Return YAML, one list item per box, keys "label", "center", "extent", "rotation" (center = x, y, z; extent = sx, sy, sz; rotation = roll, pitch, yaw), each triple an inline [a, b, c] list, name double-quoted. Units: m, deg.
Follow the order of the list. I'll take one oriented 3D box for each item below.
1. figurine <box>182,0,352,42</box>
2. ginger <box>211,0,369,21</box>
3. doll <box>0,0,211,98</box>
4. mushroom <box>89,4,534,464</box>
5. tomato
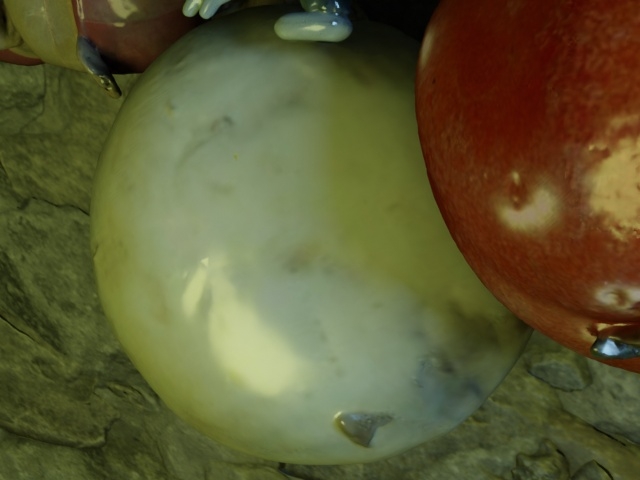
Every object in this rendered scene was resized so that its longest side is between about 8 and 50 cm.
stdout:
- label: "figurine"
  center: [-0.023, -0.212, 0.854]
  extent: [0.193, 0.265, 0.140]
  rotation: [-38, 123, 6]
- label: "ginger"
  center: [-0.026, -0.158, 1.068]
  extent: [0.137, 0.074, 0.213]
  rotation: [38, 135, -12]
- label: "doll"
  center: [-0.182, -0.208, 1.058]
  extent: [0.256, 0.152, 0.196]
  rotation: [10, 100, 45]
- label: "mushroom"
  center: [0.000, 0.000, 1.000]
  extent: [0.314, 0.314, 0.336]
  rotation: [33, 180, 8]
- label: "tomato"
  center: [0.220, -0.064, 0.786]
  extent: [0.325, 0.290, 0.293]
  rotation: [13, 156, -26]
